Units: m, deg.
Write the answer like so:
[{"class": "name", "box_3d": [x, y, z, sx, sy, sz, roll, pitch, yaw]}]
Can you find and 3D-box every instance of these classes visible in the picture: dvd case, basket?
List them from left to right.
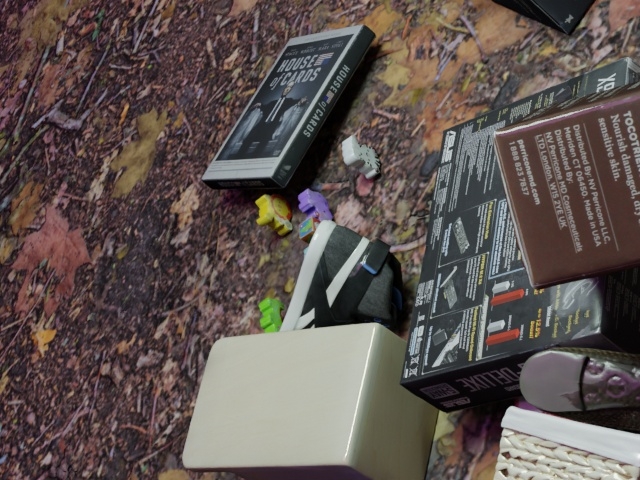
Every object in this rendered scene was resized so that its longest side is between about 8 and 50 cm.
[{"class": "dvd case", "box_3d": [-0.042, -0.168, 1.925, 0.179, 0.029, 0.239, 1, 57, 57]}, {"class": "basket", "box_3d": [0.235, 0.213, 1.279, 0.167, 0.113, 0.103, 6, 76, 53]}]

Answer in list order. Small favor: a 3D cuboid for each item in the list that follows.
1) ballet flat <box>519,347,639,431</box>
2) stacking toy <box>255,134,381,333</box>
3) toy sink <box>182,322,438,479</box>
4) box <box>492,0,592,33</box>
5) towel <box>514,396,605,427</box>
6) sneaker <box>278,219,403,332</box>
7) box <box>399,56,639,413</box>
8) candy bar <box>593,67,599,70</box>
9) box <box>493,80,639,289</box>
[{"class": "ballet flat", "box_3d": [0.292, 0.136, 1.281, 0.249, 0.058, 0.084, 7, 85, 26]}, {"class": "stacking toy", "box_3d": [0.000, 0.000, 1.782, 0.167, 0.052, 0.221, -33, 44, 32]}, {"class": "toy sink", "box_3d": [-0.006, 0.188, 1.573, 0.234, 0.131, 0.153, -10, 57, 40]}, {"class": "box", "box_3d": [0.213, -0.325, 1.681, 0.093, 0.156, 0.158, -54, 36, 3]}, {"class": "towel", "box_3d": [0.307, 0.040, 1.398, 0.329, 0.037, 0.237, -28, 44, 34]}, {"class": "sneaker", "box_3d": [0.023, 0.092, 1.658, 0.079, 0.121, 0.217, -56, -14, -58]}, {"class": "box", "box_3d": [0.208, -0.004, 1.465, 0.242, 0.076, 0.307, -20, 47, 43]}, {"class": "candy bar", "box_3d": [0.239, -0.128, 1.619, 0.161, 0.018, 0.040, -37, 37, 27]}, {"class": "box", "box_3d": [0.345, -0.080, 1.192, 0.381, 0.191, 0.143, -13, 95, 19]}]
